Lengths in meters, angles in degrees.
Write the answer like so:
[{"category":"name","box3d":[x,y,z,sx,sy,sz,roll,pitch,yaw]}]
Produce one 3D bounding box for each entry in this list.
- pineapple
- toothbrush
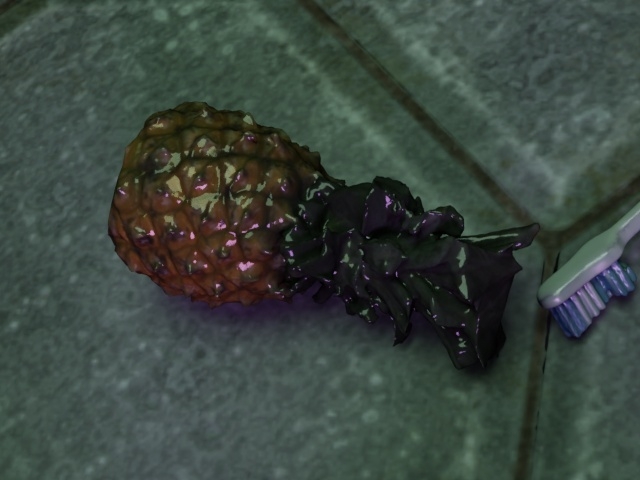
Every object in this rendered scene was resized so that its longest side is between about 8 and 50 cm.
[{"category":"pineapple","box3d":[-0.001,0.000,0.767,0.248,0.128,0.128,18,66,20]},{"category":"toothbrush","box3d":[0.276,-0.079,0.765,0.386,0.040,0.040,-40,55,-9]}]
